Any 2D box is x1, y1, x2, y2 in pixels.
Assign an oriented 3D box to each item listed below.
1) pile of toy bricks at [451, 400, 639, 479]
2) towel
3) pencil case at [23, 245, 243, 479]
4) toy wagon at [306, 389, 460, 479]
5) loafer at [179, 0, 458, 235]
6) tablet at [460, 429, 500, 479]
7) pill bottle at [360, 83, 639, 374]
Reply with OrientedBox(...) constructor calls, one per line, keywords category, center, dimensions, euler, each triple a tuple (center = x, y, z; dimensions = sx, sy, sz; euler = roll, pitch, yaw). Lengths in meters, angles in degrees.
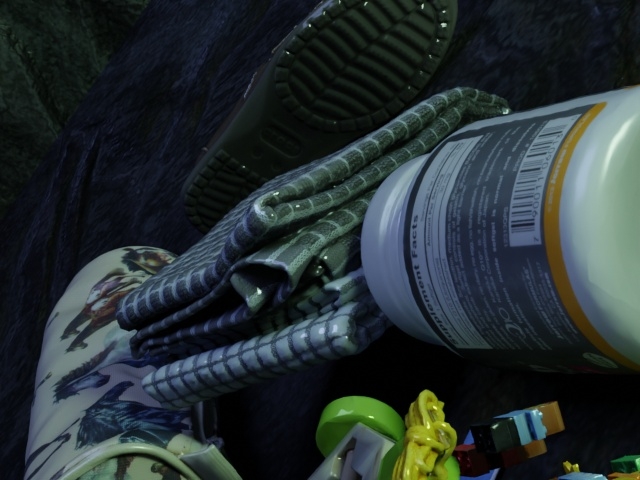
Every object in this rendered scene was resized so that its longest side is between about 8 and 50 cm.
OrientedBox(category="pile of toy bricks", center=(0.153, 0.135, 0.853), dimensions=(0.105, 0.118, 0.212), euler=(-15, -1, -16))
OrientedBox(category="towel", center=(0.000, 0.000, 1.256), dimensions=(0.235, 0.121, 0.283), euler=(-22, 9, 48))
OrientedBox(category="pencil case", center=(-0.152, 0.145, 1.407), dimensions=(0.183, 0.160, 0.410), euler=(-24, 23, 6))
OrientedBox(category="toy wagon", center=(-0.002, 0.214, 0.963), dimensions=(0.344, 0.068, 0.267), euler=(-52, 14, 41))
OrientedBox(category="loafer", center=(-0.012, -0.156, 1.681), dimensions=(0.366, 0.134, 0.130), euler=(-42, 21, 24))
OrientedBox(category="tablet", center=(0.097, 0.150, 1.065), dimensions=(0.054, 0.006, 0.083), euler=(-21, 34, 56))
OrientedBox(category="pill bottle", center=(0.144, -0.001, 1.003), dimensions=(0.162, 0.162, 0.278), euler=(-57, 19, -17))
